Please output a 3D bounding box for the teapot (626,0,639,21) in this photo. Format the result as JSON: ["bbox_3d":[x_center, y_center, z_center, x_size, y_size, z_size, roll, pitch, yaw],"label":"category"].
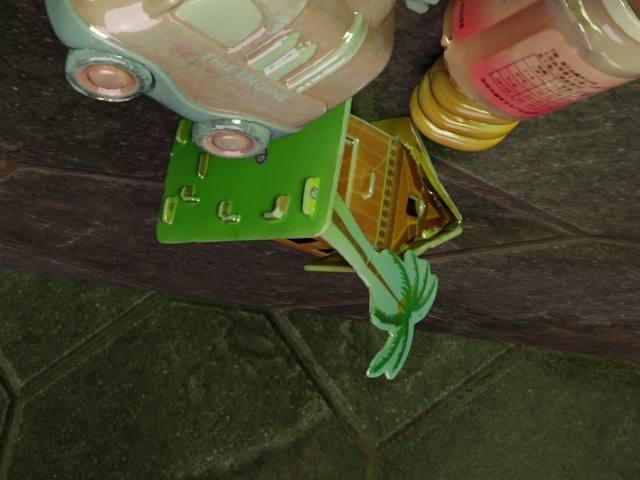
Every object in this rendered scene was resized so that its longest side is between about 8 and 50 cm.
[{"bbox_3d":[0.261,-0.222,0.367,0.312,0.233,0.315,-12,-166,37],"label":"teapot"}]

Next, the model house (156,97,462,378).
[{"bbox_3d":[0.000,0.000,1.214,0.300,0.340,0.323,-3,164,43],"label":"model house"}]

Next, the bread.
[{"bbox_3d":[0.167,-0.157,1.013,0.119,0.084,0.177,12,161,-8],"label":"bread"}]

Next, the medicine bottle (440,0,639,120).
[{"bbox_3d":[0.215,-0.189,0.748,0.147,0.147,0.247,18,163,-26],"label":"medicine bottle"}]

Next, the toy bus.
[{"bbox_3d":[-0.063,-0.214,0.779,0.231,0.197,0.294,-16,151,38],"label":"toy bus"}]
